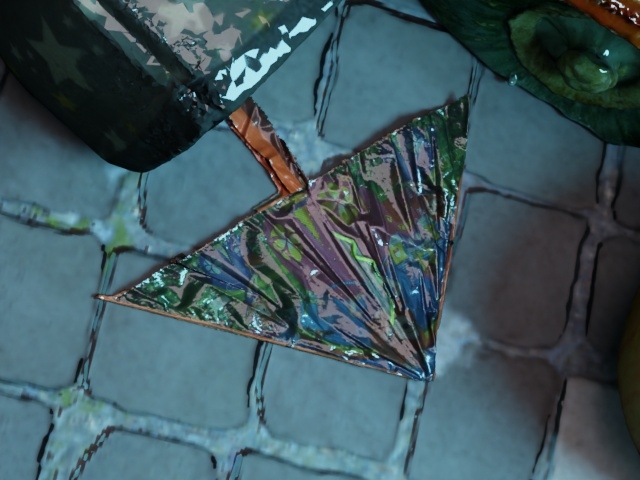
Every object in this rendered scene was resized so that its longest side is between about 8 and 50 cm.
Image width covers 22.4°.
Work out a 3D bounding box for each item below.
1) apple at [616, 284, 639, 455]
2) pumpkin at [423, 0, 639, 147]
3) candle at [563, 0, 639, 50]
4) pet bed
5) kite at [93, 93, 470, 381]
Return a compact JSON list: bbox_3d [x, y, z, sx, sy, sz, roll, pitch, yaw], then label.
[{"bbox_3d":[0.253,0.067,0.818,0.209,0.164,0.209,4,76,-16],"label":"apple"},{"bbox_3d":[0.186,-0.217,0.844,0.293,0.197,0.263,33,70,-9],"label":"pumpkin"},{"bbox_3d":[0.174,-0.098,0.755,0.329,0.048,0.051,27,105,-19],"label":"candle"},{"bbox_3d":[-0.067,-0.158,0.773,0.159,0.183,0.211,44,73,-10],"label":"pet bed"},{"bbox_3d":[0.000,0.000,0.845,0.232,0.009,0.189,-33,89,-19],"label":"kite"}]
